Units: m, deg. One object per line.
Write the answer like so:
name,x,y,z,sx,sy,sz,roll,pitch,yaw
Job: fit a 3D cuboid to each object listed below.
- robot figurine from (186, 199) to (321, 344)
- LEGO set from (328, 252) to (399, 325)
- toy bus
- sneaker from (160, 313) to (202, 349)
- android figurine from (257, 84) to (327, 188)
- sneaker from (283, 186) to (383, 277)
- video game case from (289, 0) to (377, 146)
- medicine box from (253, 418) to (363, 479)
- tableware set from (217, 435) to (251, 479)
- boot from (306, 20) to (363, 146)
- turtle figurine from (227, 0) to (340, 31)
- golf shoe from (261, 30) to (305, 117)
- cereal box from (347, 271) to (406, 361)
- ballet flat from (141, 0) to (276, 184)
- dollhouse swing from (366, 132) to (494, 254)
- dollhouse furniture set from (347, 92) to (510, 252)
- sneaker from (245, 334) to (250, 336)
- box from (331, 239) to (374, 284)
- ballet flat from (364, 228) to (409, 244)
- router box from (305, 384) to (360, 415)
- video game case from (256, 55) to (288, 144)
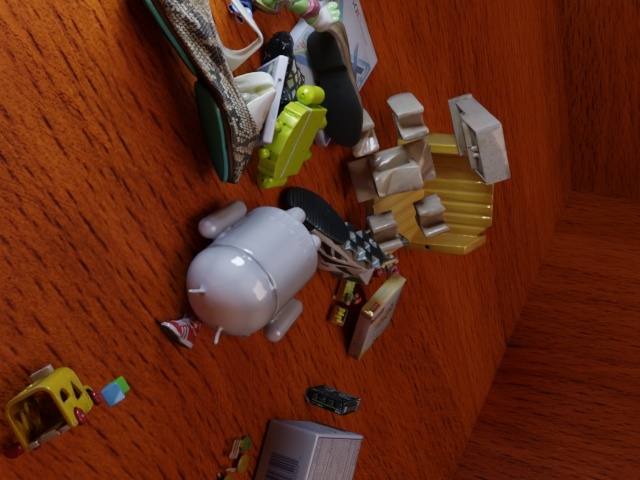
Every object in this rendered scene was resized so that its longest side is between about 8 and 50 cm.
robot figurine,-0.141,0.062,1.716,0.300,0.199,0.353,57,44,-12
LEGO set,0.129,0.115,2.279,0.287,0.107,0.132,-44,125,-35
toy bus,-0.437,0.260,1.357,0.191,0.202,0.104,-34,98,-43
sneaker,-0.280,0.171,1.672,0.067,0.042,0.118,-63,155,-19
android figurine,-0.064,-0.223,1.814,0.248,0.056,0.273,-64,167,18
sneaker,0.000,0.000,2.036,0.330,0.146,0.122,40,35,-33
video game case,0.029,-0.447,2.007,0.329,0.036,0.300,-60,146,-29
medicine box,-0.037,0.614,2.144,0.289,0.149,0.263,27,76,-60
tableware set,-0.206,0.539,1.954,0.104,0.024,0.154,26,76,-63
boot,0.052,-0.369,1.941,0.115,0.112,0.305,-60,145,-50
turtle figurine,-0.051,-0.549,1.670,0.266,0.197,0.275,10,95,-62
golf shoe,-0.078,-0.370,1.816,0.094,0.077,0.198,-43,146,-50
cereal box,0.158,0.219,2.349,0.173,0.047,0.240,-45,160,-34
ballet flat,-0.180,-0.320,1.525,0.182,0.164,0.483,-28,130,-9
dollhouse swing,0.328,-0.108,2.426,0.305,0.315,0.347,-47,140,-59
dollhouse furniture set,0.267,-0.226,2.209,0.256,0.394,0.362,-108,-179,-63
sneaker,-0.128,0.129,1.895,0.228,0.087,0.092,-39,139,-40
box,0.087,0.051,2.215,0.102,0.101,0.087,-66,149,-21
ballet flat,0.171,-0.007,2.328,0.188,0.070,0.070,-10,110,-32
router box,0.033,0.431,2.231,0.092,0.122,0.038,2,102,-60
video game case,-0.117,-0.280,1.692,0.022,0.190,0.173,12,90,-18
